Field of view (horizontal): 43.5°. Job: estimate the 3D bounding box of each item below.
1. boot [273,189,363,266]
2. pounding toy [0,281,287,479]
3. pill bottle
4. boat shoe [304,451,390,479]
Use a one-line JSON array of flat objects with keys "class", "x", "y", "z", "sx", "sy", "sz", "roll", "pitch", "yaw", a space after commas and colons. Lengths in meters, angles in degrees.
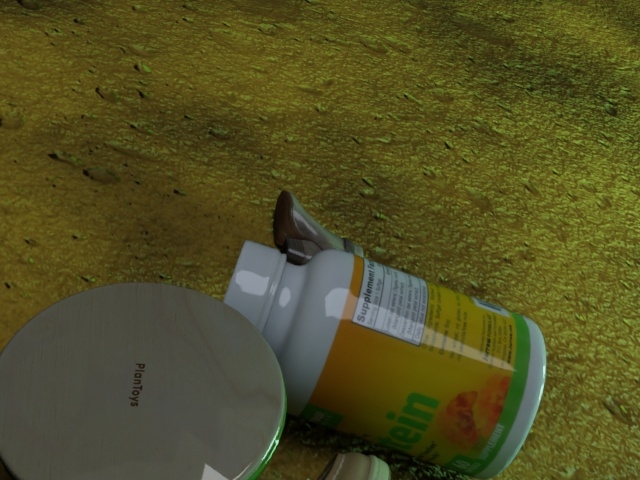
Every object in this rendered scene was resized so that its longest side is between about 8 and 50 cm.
[{"class": "boot", "x": 0.000, "y": 0.000, "z": 0.813, "sx": 0.087, "sy": 0.042, "sz": 0.118, "roll": 16, "pitch": 38, "yaw": -20}, {"class": "pounding toy", "x": -0.131, "y": 0.144, "z": 0.516, "sx": 0.183, "sy": 0.110, "sz": 0.237, "roll": 24, "pitch": 42, "yaw": 12}, {"class": "pill bottle", "x": 0.038, "y": 0.088, "z": 0.640, "sx": 0.245, "sy": 0.136, "sz": 0.136, "roll": 20, "pitch": 37, "yaw": -5}, {"class": "boat shoe", "x": -0.049, "y": 0.213, "z": 0.467, "sx": 0.089, "sy": 0.105, "sz": 0.285, "roll": 35, "pitch": 39, "yaw": 10}]
